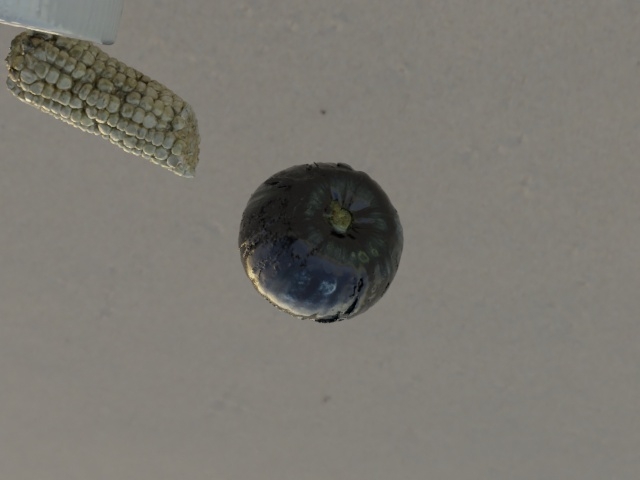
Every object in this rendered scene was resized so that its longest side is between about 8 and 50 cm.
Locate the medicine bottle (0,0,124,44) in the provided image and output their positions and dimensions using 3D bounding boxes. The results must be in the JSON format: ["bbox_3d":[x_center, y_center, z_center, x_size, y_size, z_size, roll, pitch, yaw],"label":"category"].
[{"bbox_3d":[-0.185,-0.318,0.683,0.211,0.372,0.211,11,-173,-1],"label":"medicine bottle"}]

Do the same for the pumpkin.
[{"bbox_3d":[0.000,0.000,1.573,0.233,0.233,0.163,26,145,-8],"label":"pumpkin"}]

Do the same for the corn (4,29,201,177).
[{"bbox_3d":[-0.203,-0.139,1.110,0.210,0.087,0.087,26,149,-6],"label":"corn"}]
